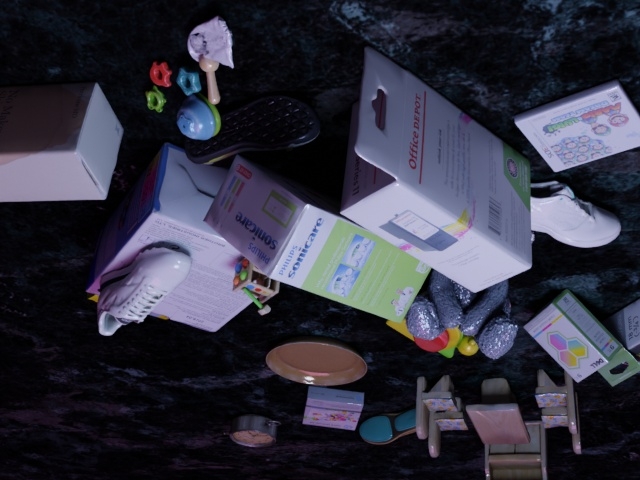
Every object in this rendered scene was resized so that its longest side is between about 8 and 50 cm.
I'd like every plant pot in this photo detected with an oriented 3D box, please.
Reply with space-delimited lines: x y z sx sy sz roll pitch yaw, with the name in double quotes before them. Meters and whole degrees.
"plant pot" -0.008 0.277 2.078 0.236 0.032 0.236 4 148 2

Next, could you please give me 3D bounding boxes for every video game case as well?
"video game case" 0.388 -0.165 1.312 0.157 0.019 0.143 -18 141 33

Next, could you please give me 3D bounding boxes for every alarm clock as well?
"alarm clock" -0.173 0.518 2.462 0.129 0.064 0.192 27 145 -29

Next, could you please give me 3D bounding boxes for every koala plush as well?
"koala plush" 0.267 0.051 1.569 0.196 0.203 0.221 12 129 12

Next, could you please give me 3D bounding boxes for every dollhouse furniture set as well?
"dollhouse furniture set" 0.449 0.511 2.160 0.362 0.257 0.394 -6 146 19

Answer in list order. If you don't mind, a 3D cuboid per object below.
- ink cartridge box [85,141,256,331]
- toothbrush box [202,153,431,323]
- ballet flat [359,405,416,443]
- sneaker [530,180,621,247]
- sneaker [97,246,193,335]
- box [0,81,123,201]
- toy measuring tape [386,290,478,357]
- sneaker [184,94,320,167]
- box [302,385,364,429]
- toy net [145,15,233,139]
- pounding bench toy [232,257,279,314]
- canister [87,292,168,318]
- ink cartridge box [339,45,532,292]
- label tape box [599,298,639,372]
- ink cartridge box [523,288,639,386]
"ink cartridge box" -0.243 0.022 1.597 0.270 0.151 0.395 21 143 -23
"toothbrush box" 0.000 0.000 1.347 0.283 0.122 0.206 20 -169 -40
"ballet flat" 0.206 0.489 2.343 0.073 0.080 0.232 15 152 -43
"sneaker" 0.396 -0.053 1.445 0.212 0.080 0.094 11 136 -6
"sneaker" -0.292 0.086 1.484 0.090 0.095 0.235 29 140 -30
"box" -0.478 -0.147 1.374 0.311 0.148 0.121 -2 147 10
"toy measuring tape" 0.171 0.119 1.705 0.330 0.121 0.121 32 144 -6
"sneaker" -0.098 -0.160 1.370 0.234 0.084 0.097 -6 165 25
"box" 0.031 0.438 2.324 0.145 0.038 0.186 8 149 -2
"toy net" -0.174 -0.242 1.261 0.122 0.045 0.232 45 138 9
"pounding bench toy" -0.107 0.073 1.441 0.065 0.083 0.052 23 144 -27
"canister" -0.372 0.104 1.811 0.169 0.073 0.126 19 161 -23
"ink cartridge box" 0.148 -0.096 1.286 0.353 0.207 0.119 30 141 -30
"label tape box" 0.697 0.209 1.777 0.240 0.106 0.334 17 146 -16
"ink cartridge box" 0.509 0.206 1.736 0.209 0.062 0.109 47 146 10
